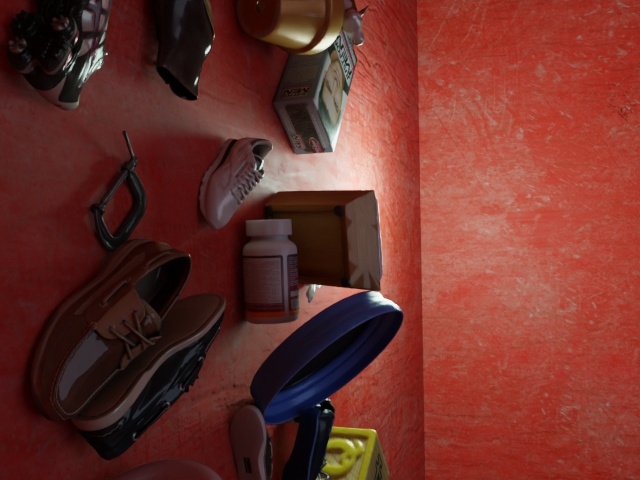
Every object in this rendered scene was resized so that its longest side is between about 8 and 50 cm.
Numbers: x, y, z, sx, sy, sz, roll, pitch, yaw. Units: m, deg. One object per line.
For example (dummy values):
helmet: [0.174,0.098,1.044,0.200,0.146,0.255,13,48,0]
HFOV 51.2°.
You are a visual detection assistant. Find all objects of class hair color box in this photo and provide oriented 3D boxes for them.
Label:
hair color box: [-0.004,-0.427,1.774,0.185,0.113,0.375,64,32,-48]

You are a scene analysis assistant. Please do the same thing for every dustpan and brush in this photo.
dustpan and brush: [-0.024,0.089,1.758,0.211,0.060,0.147,-68,149,-47]

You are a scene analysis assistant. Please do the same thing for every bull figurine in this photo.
bull figurine: [0.011,-0.582,1.633,0.101,0.310,0.188,-48,169,5]

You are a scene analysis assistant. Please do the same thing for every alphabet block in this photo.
alphabet block: [0.062,0.631,1.772,0.193,0.192,0.197,-70,150,-48]

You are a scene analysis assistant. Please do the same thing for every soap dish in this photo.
soap dish: [0.000,0.000,1.549,0.118,0.290,0.229,-14,103,-50]

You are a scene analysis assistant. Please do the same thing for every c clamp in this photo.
c clamp: [-0.320,-0.069,1.054,0.137,0.022,0.161,75,24,-47]

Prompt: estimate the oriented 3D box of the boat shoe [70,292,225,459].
boat shoe: [-0.252,0.210,1.065,0.340,0.127,0.113,-55,140,-55]

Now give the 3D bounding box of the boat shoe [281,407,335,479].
boat shoe: [-0.017,0.529,1.597,0.089,0.109,0.258,10,105,-43]

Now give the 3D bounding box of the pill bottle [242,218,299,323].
pill bottle: [-0.109,0.065,1.454,0.121,0.121,0.221,-6,94,-69]

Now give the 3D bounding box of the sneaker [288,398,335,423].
sneaker: [-0.005,0.440,1.721,0.234,0.106,0.078,30,61,-66]

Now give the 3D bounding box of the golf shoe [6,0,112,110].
golf shoe: [-0.343,-0.314,0.932,0.120,0.105,0.273,82,21,-64]

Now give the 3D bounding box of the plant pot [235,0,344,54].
plant pot: [-0.081,-0.519,1.495,0.188,0.205,0.205,-24,112,-51]

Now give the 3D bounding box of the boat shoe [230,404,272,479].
boat shoe: [-0.141,0.438,1.419,0.070,0.077,0.219,-42,135,-63]

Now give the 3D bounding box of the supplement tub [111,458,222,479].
supplement tub: [-0.213,0.519,0.989,0.235,0.235,0.325,-56,140,-56]

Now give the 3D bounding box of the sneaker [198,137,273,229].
sneaker: [-0.170,-0.123,1.347,0.090,0.094,0.235,65,32,-49]

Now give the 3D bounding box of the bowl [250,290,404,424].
bowl: [0.013,0.259,1.493,0.077,0.391,0.391,50,8,23]

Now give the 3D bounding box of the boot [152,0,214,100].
boot: [-0.253,-0.387,1.148,0.248,0.090,0.207,53,38,-62]

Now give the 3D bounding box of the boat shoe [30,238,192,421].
boat shoe: [-0.292,0.115,0.968,0.324,0.116,0.123,-67,148,-40]
